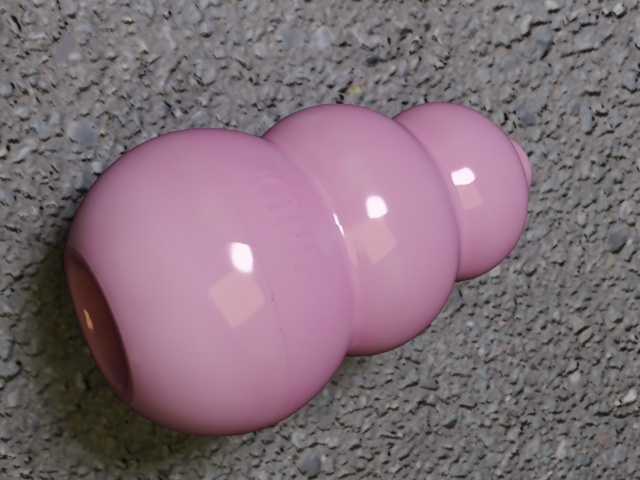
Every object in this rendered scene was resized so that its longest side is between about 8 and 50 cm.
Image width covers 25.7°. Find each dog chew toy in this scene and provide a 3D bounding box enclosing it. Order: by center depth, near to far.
[{"bbox_3d":[0.000,0.000,0.960,0.332,0.207,0.206,-21,109,-21],"label":"dog chew toy"}]
